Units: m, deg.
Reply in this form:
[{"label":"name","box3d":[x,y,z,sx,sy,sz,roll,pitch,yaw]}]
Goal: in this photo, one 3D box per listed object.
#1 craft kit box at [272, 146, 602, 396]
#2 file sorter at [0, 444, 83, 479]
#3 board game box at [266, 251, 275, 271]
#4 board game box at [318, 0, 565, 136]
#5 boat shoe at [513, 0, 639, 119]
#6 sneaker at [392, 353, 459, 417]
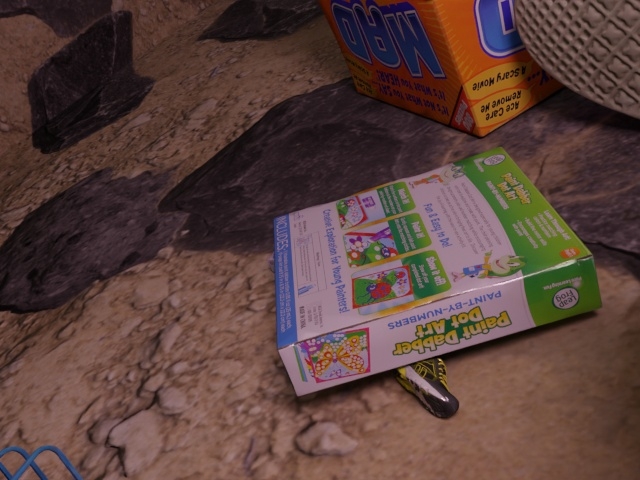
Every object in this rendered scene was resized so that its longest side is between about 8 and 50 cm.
[{"label":"craft kit box","box3d":[0.082,0.013,0.700,0.247,0.060,0.250,-19,25,6]},{"label":"file sorter","box3d":[-0.265,0.228,0.605,0.170,0.118,0.104,-10,29,29]},{"label":"board game box","box3d":[0.000,0.000,0.867,0.090,0.020,0.090,-1,37,38]},{"label":"board game box","box3d":[0.200,-0.405,1.023,0.357,0.356,0.356,-32,28,-10]},{"label":"boat shoe","box3d":[0.416,-0.207,0.697,0.500,0.186,0.156,10,43,40]},{"label":"sneaker","box3d":[0.084,0.104,0.604,0.035,0.031,0.083,-33,28,-12]}]
